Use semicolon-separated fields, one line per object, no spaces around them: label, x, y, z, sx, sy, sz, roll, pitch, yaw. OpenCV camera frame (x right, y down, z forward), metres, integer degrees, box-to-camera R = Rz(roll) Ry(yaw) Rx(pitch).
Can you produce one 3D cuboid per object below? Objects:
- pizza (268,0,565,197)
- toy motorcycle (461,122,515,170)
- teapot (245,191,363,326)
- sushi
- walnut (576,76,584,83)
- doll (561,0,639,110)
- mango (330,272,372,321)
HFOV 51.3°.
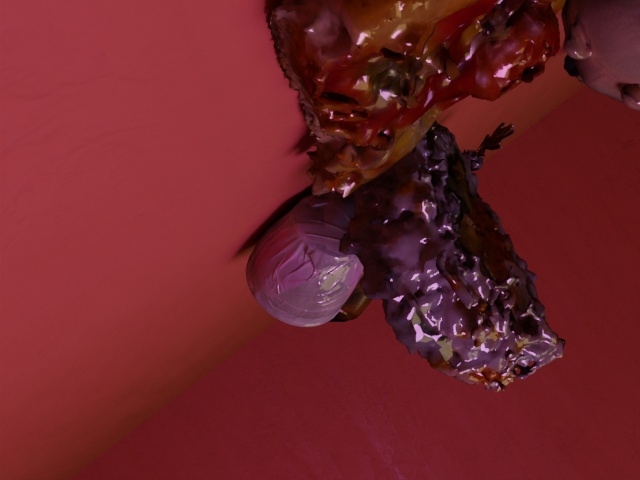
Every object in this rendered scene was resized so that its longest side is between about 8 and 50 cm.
pizza;0.109;-0.153;0.614;0.439;0.130;0.406;-33;169;-32
toy motorcycle;0.180;-0.098;1.205;0.401;0.134;0.207;-51;-165;50
teapot;0.008;0.011;1.008;0.221;0.163;0.178;-31;163;-43
sushi;0.162;0.011;0.899;0.175;0.418;0.417;-29;176;18
walnut;0.623;-0.414;1.447;0.162;0.140;0.140;-30;178;33
doll;0.443;-0.310;0.913;0.247;0.247;0.349;-45;-174;45
mango;0.015;0.047;1.187;0.236;0.167;0.136;-4;154;40
